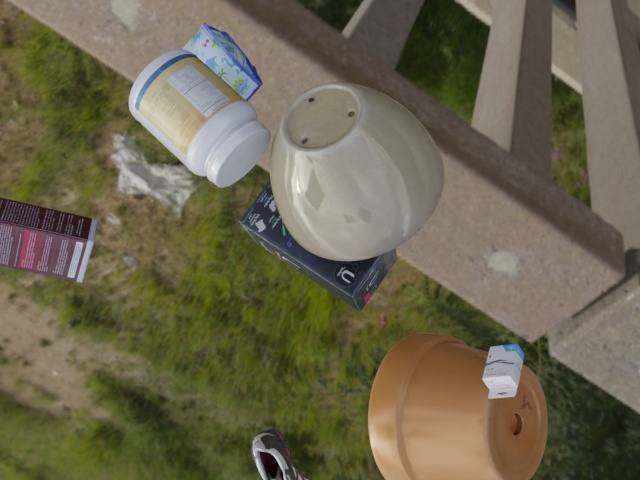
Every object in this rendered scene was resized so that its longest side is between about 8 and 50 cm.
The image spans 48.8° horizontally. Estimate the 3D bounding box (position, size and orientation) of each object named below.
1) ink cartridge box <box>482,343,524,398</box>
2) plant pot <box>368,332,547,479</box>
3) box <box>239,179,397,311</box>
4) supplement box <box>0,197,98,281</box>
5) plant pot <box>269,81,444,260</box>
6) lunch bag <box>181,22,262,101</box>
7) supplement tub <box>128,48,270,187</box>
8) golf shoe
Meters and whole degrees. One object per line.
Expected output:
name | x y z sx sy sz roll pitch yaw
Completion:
ink cartridge box | 0.282 0.202 1.093 0.048 0.083 0.028 -16 123 37
plant pot | 0.251 0.306 1.217 0.204 0.291 0.291 -6 126 46
box | 0.000 0.000 1.390 0.270 0.143 0.165 33 172 16
supplement box | -0.587 -0.004 1.428 0.240 0.073 0.130 14 130 -20
plant pot | 0.035 -0.135 1.106 0.284 0.284 0.191 -4 150 21
lunch bag | -0.189 -0.295 1.292 0.129 0.096 0.151 -44 74 20
supplement tub | -0.193 -0.196 1.142 0.200 0.144 0.144 43 130 11
golf shoe | -0.084 0.579 1.666 0.105 0.120 0.272 -35 88 6
